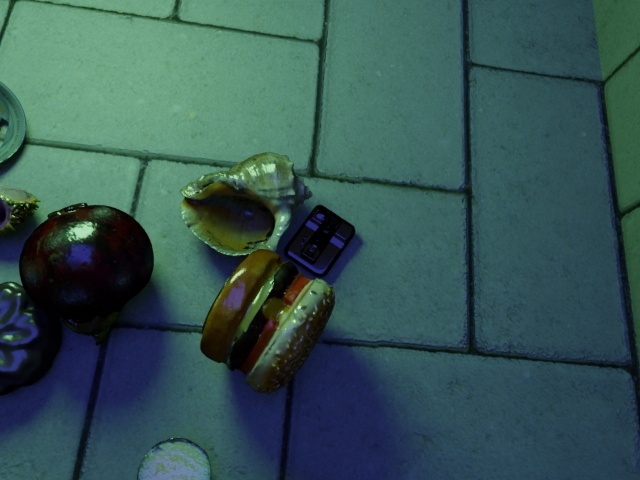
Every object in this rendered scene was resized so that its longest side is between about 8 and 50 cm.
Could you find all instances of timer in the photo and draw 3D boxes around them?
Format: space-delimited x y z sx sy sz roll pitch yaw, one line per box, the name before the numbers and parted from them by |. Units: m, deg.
timer | 0.000 0.000 1.496 0.144 0.055 0.187 34 71 4

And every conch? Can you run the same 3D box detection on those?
conch | -0.196 -0.087 1.433 0.352 0.210 0.297 -7 72 12

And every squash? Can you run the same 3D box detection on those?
squash | -0.340 0.555 1.228 0.170 0.123 0.170 2 71 -6

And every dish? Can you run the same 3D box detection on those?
dish | -0.984 -0.327 1.442 0.273 0.134 0.273 2 87 -37

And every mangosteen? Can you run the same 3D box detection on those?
mangosteen | -0.558 0.083 1.286 0.306 0.306 0.360 -24 108 -14

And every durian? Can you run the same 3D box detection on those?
durian | -0.882 -0.103 1.370 0.260 0.154 0.186 26 32 7

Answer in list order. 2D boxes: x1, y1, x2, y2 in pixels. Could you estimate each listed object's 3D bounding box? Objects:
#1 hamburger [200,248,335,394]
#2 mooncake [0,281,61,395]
hamburger | -0.122 0.200 1.274 0.250 0.330 0.330 28 70 8
mooncake | -0.797 0.239 1.268 0.283 0.141 0.283 2 74 -8
